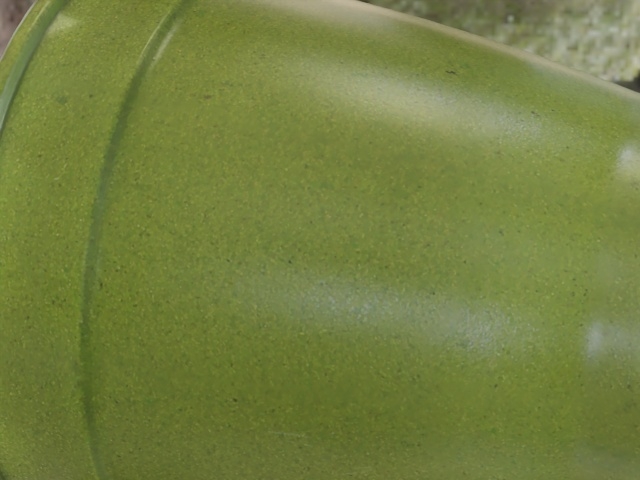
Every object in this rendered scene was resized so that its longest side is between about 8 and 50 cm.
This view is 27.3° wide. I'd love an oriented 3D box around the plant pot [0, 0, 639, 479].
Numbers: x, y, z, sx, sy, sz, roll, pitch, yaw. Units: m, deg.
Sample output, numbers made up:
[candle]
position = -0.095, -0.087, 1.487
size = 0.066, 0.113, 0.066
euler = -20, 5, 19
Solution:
[plant pot]
position = 0.043, 0.026, 0.756
size = 0.366, 0.353, 0.366
euler = 8, 90, -72
